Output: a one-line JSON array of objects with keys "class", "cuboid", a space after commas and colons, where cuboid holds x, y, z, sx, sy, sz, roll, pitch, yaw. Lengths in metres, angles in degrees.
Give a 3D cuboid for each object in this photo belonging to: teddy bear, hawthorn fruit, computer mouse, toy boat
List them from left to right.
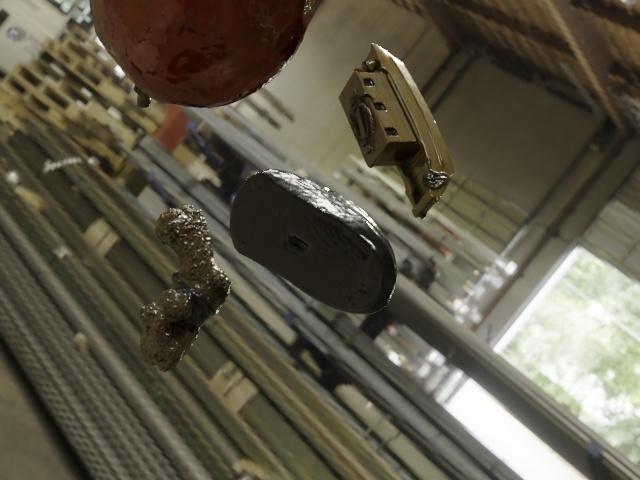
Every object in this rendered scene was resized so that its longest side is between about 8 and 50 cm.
[{"class": "teddy bear", "cuboid": [-0.202, 0.073, 1.530, 0.129, 0.252, 0.182, 12, 0, 5]}, {"class": "hawthorn fruit", "cuboid": [-0.116, -0.214, 0.937, 0.205, 0.253, 0.205, 26, 29, -15]}, {"class": "computer mouse", "cuboid": [0.000, 0.000, 1.372, 0.269, 0.138, 0.086, 30, 28, 23]}, {"class": "toy boat", "cuboid": [0.075, -0.112, 1.027, 0.077, 0.057, 0.201, -6, 60, -30]}]
